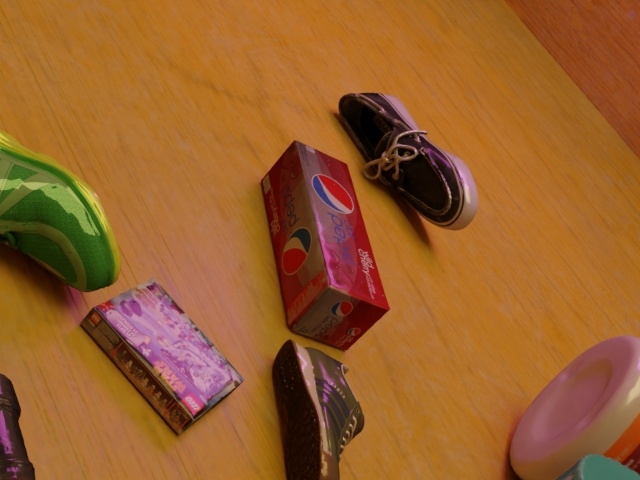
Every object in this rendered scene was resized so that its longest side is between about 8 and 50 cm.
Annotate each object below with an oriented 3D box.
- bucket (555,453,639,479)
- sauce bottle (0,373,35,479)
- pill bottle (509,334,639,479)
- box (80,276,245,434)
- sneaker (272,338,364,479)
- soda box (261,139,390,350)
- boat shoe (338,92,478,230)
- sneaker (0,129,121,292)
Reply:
[{"bbox_3d":[0.226,0.312,0.668,0.281,0.183,0.281,35,17,-12],"label":"bucket"},{"bbox_3d":[-0.179,0.240,0.528,0.111,0.111,0.344,8,43,-46],"label":"sauce bottle"},{"bbox_3d":[0.443,0.321,1.070,0.392,0.224,0.224,42,29,-2],"label":"pill bottle"},{"bbox_3d":[-0.144,0.104,0.826,0.137,0.027,0.094,47,28,7],"label":"box"},{"bbox_3d":[0.011,0.181,0.877,0.086,0.064,0.192,20,33,-27],"label":"sneaker"},{"bbox_3d":[0.000,0.000,1.083,0.092,0.083,0.263,23,36,-31],"label":"soda box"},{"bbox_3d":[0.127,-0.133,1.388,0.105,0.113,0.306,4,45,-40],"label":"boat shoe"},{"bbox_3d":[-0.306,-0.043,0.768,0.295,0.109,0.123,40,52,-11],"label":"sneaker"}]
